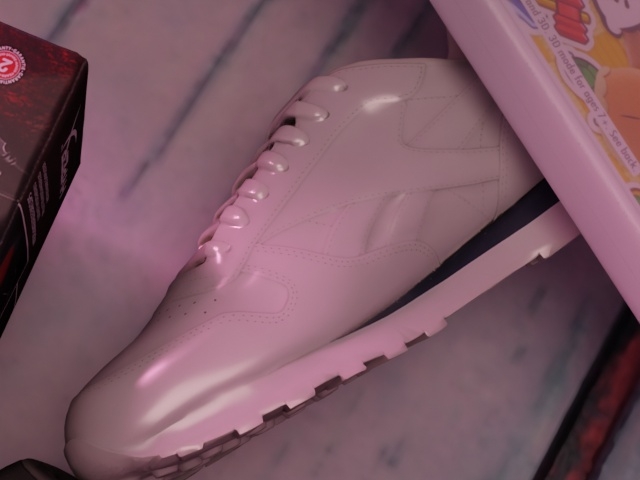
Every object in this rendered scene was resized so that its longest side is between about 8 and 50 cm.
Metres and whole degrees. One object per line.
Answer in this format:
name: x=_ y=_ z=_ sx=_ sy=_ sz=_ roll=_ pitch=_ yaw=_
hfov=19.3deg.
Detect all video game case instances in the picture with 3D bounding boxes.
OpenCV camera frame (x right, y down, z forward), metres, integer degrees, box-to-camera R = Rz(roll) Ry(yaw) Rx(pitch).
video game case: x=0.135 y=-0.076 z=0.677 sx=0.206 sy=0.026 sz=0.227 roll=-30 pitch=86 yaw=-43

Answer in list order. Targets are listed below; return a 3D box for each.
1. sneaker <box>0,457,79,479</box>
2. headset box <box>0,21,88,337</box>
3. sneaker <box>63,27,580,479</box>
sneaker: x=-0.030 y=0.191 z=0.591 sx=0.267 sy=0.101 sz=0.106 roll=43 pitch=85 yaw=5
headset box: x=-0.223 y=0.048 z=0.542 sx=0.218 sy=0.110 sz=0.293 roll=23 pitch=73 yaw=-2
sneaker: x=0.000 y=0.000 z=0.634 sx=0.235 sy=0.090 sz=0.095 roll=-34 pitch=92 yaw=-31
